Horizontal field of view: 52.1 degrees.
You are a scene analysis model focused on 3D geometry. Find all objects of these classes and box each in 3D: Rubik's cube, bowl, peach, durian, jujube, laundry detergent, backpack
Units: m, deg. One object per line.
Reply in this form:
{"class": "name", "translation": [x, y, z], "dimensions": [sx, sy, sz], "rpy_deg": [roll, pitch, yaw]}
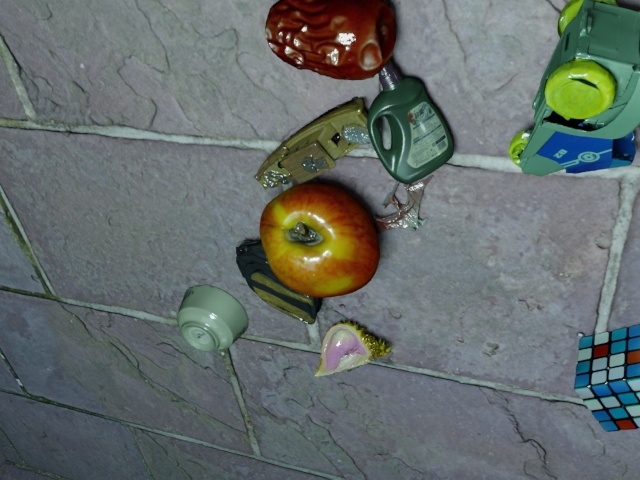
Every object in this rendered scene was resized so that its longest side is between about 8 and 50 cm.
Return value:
{"class": "Rubik's cube", "translation": [0.652, 0.296, 1.400], "dimensions": [0.151, 0.154, 0.155], "rpy_deg": [-22, 116, 38]}
{"class": "bowl", "translation": [-0.319, 0.238, 1.856], "dimensions": [0.211, 0.112, 0.211], "rpy_deg": [13, 134, 14]}
{"class": "peach", "translation": [0.000, 0.000, 1.404], "dimensions": [0.281, 0.281, 0.238], "rpy_deg": [23, 91, 6]}
{"class": "durian", "translation": [0.085, 0.291, 1.691], "dimensions": [0.165, 0.132, 0.182], "rpy_deg": [22, 131, -4]}
{"class": "jujube", "translation": [0.016, -0.364, 1.145], "dimensions": [0.230, 0.155, 0.155], "rpy_deg": [18, 135, 24]}
{"class": "laundry detergent", "translation": [0.152, -0.224, 1.220], "dimensions": [0.144, 0.078, 0.221], "rpy_deg": [-34, 113, -3]}
{"class": "backpack", "translation": [-0.102, 0.085, 1.612], "dimensions": [0.258, 0.133, 0.206], "rpy_deg": [21, 143, 16]}

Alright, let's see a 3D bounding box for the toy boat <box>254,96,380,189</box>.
{"class": "toy boat", "translation": [-0.016, -0.180, 1.337], "dimensions": [0.321, 0.121, 0.089], "rpy_deg": [-23, 122, 38]}

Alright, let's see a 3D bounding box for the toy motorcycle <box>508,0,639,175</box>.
{"class": "toy motorcycle", "translation": [0.439, -0.211, 1.063], "dimensions": [0.200, 0.191, 0.326], "rpy_deg": [15, 149, 8]}

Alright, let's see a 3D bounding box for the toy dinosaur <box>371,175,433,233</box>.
{"class": "toy dinosaur", "translation": [0.177, -0.065, 1.405], "dimensions": [0.108, 0.032, 0.220], "rpy_deg": [40, 125, -6]}
